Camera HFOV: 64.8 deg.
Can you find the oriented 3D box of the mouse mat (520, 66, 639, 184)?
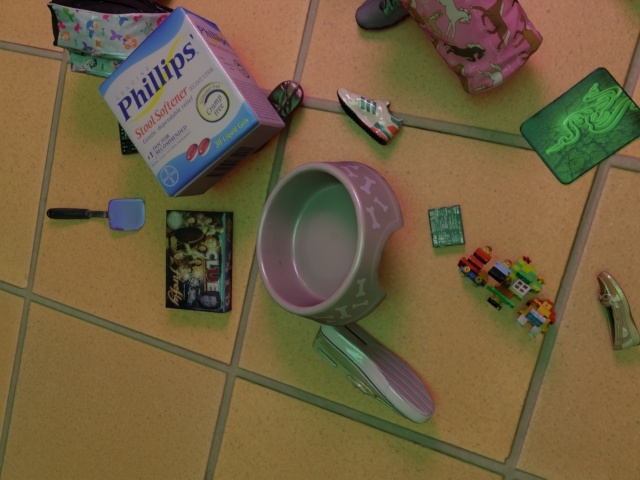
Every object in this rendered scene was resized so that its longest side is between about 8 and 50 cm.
[{"bbox_3d":[0.510,-0.221,0.979,0.190,0.007,0.152,-38,82,15],"label":"mouse mat"}]

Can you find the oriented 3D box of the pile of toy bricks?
[{"bbox_3d":[0.386,0.077,0.996,0.105,0.118,0.212,-41,69,-17],"label":"pile of toy bricks"}]

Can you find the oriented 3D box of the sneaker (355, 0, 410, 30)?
[{"bbox_3d":[0.170,-0.499,1.020,0.224,0.098,0.083,-14,89,18],"label":"sneaker"}]

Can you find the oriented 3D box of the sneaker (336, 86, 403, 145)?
[{"bbox_3d":[0.108,-0.282,1.083,0.075,0.057,0.161,-43,79,-2],"label":"sneaker"}]

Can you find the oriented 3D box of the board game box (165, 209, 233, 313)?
[{"bbox_3d":[-0.297,0.049,1.230,0.165,0.042,0.243,2,94,17],"label":"board game box"}]

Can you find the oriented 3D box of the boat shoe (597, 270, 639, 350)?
[{"bbox_3d":[0.557,0.134,0.961,0.048,0.056,0.153,-22,94,13],"label":"boat shoe"}]

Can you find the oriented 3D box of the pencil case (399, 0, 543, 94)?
[{"bbox_3d":[0.225,-0.439,0.897,0.386,0.167,0.160,42,101,-19],"label":"pencil case"}]

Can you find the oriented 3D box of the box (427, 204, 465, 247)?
[{"bbox_3d":[0.265,-0.029,1.061,0.067,0.018,0.083,-9,91,18],"label":"box"}]

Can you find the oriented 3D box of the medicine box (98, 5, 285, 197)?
[{"bbox_3d":[-0.274,-0.283,1.079,0.263,0.149,0.289,-36,87,19],"label":"medicine box"}]

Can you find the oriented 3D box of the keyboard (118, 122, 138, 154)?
[{"bbox_3d":[-0.471,-0.312,1.274,0.108,0.023,0.180,-5,93,18],"label":"keyboard"}]

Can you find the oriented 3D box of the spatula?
[{"bbox_3d":[-0.596,-0.068,1.323,0.297,0.030,0.084,1,96,17],"label":"spatula"}]

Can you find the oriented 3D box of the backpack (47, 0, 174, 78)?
[{"bbox_3d":[-0.453,-0.470,1.158,0.254,0.225,0.191,5,117,13],"label":"backpack"}]

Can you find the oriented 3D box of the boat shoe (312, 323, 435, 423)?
[{"bbox_3d":[0.111,0.286,1.097,0.302,0.109,0.094,42,120,20],"label":"boat shoe"}]

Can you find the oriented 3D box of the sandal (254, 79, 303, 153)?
[{"bbox_3d":[-0.123,-0.273,1.148,0.219,0.060,0.090,-44,84,11],"label":"sandal"}]

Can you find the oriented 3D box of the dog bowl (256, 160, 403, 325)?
[{"bbox_3d":[0.000,0.000,1.029,0.349,0.102,0.348,-8,78,44],"label":"dog bowl"}]
